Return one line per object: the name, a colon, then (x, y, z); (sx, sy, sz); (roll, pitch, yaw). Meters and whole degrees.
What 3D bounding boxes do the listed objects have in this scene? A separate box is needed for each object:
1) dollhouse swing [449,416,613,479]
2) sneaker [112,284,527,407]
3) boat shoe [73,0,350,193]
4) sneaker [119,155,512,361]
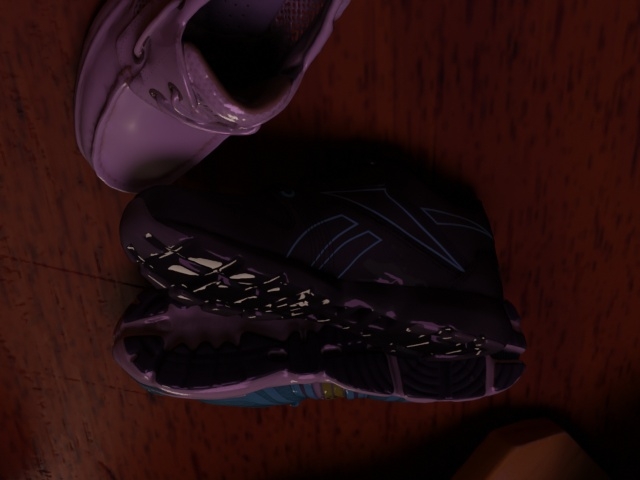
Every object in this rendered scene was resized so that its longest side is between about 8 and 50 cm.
dollhouse swing: (0.053, 0.282, 1.463); (0.315, 0.305, 0.347); (17, 162, 40)
sneaker: (-0.001, 0.065, 1.165); (0.275, 0.107, 0.110); (1, 161, -6)
boat shoe: (-0.055, -0.100, 0.917); (0.098, 0.096, 0.277); (10, 140, -28)
sneaker: (0.000, 0.000, 1.053); (0.267, 0.106, 0.101); (16, 160, -33)
